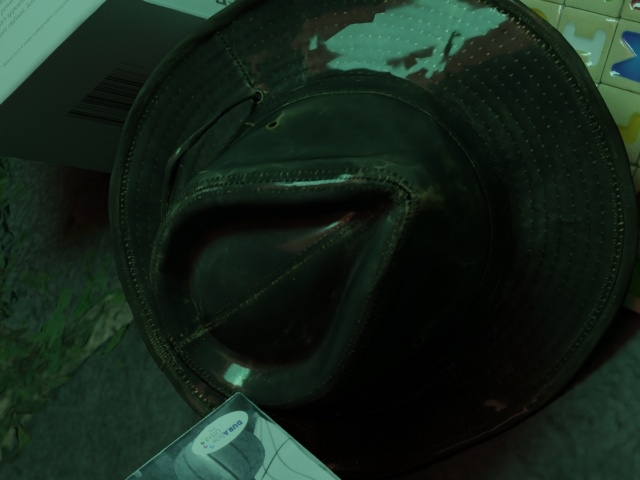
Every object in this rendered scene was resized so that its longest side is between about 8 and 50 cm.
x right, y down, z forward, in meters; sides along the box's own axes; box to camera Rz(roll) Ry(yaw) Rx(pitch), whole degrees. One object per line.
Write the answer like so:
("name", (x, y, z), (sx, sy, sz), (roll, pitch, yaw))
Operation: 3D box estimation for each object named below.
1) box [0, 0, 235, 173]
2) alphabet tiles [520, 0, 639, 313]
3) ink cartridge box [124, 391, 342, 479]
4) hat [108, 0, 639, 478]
("box", (-0.185, -0.258, 0.979), (0.215, 0.168, 0.345), (-33, 62, 38))
("alphabet tiles", (0.179, -0.086, 0.724), (0.198, 0.009, 0.237), (25, 105, 41))
("ink cartridge box", (0.015, 0.227, 0.576), (0.333, 0.065, 0.165), (37, 56, 26))
("hat", (0.000, 0.000, 0.690), (0.331, 0.134, 0.331), (4, 101, 20))
